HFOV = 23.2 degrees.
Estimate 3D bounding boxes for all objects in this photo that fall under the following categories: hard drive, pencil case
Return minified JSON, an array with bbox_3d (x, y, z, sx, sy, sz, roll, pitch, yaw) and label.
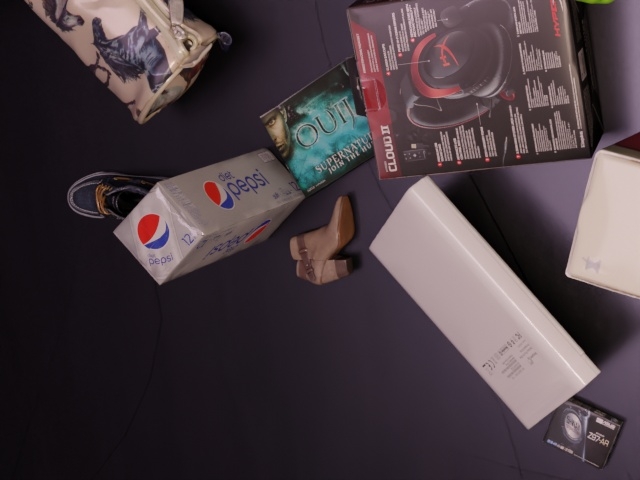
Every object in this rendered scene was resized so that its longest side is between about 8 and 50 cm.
[{"bbox_3d":[0.194,0.081,1.906,0.307,0.040,0.203,49,157,9],"label":"hard drive"},{"bbox_3d":[-0.304,-0.352,2.002,0.410,0.160,0.183,48,139,-5],"label":"pencil case"}]

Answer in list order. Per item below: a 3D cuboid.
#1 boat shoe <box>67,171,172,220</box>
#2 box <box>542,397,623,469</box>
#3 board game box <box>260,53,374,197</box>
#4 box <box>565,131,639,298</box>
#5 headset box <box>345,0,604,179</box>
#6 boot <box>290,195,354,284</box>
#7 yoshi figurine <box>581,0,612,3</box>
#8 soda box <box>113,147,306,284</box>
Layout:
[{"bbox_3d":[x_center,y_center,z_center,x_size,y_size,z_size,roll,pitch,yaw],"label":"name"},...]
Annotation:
[{"bbox_3d":[-0.286,-0.060,2.143,0.183,0.083,0.065,-2,100,26],"label":"boat shoe"},{"bbox_3d":[0.329,0.239,1.951,0.083,0.018,0.067,26,111,19],"label":"box"},{"bbox_3d":[0.024,-0.153,2.009,0.186,0.026,0.126,-32,87,27],"label":"board game box"},{"bbox_3d":[0.382,-0.032,1.748,0.127,0.232,0.148,18,108,22],"label":"box"},{"bbox_3d":[0.171,-0.199,1.850,0.293,0.110,0.218,-6,108,21],"label":"headset box"},{"bbox_3d":[0.000,0.000,2.047,0.087,0.042,0.118,1,94,33],"label":"boot"},{"bbox_3d":[0.260,-0.362,1.663,0.362,0.203,0.203,-7,128,8],"label":"yoshi figurine"},{"bbox_3d":[-0.132,-0.035,1.961,0.091,0.286,0.098,48,117,9],"label":"soda box"}]
